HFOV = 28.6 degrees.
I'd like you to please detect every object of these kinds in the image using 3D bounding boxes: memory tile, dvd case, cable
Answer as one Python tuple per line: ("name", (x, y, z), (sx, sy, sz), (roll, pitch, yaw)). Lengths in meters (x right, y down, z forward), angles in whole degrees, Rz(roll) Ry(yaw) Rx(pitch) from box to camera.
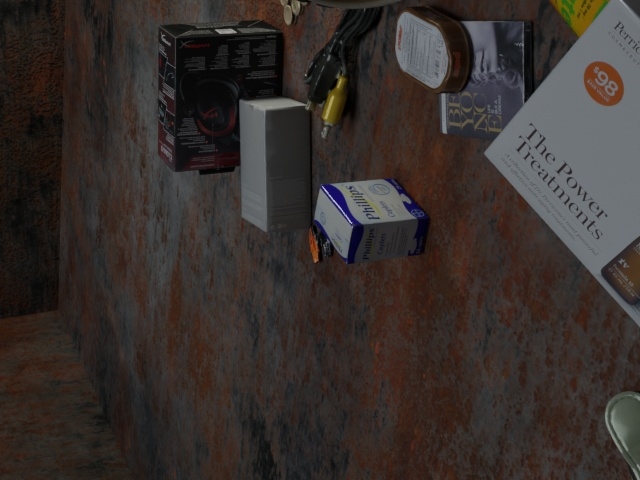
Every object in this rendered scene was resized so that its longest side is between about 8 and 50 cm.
("memory tile", (-0.056, -0.477, 2.284), (0.113, 0.012, 0.148), (139, 119, -62))
("dvd case", (0.225, -0.222, 1.745), (0.221, 0.018, 0.165), (-159, 64, -63))
("cable", (0.042, -0.317, 2.105), (0.139, 0.072, 0.287), (-100, 31, -48))

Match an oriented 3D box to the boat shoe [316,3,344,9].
("boat shoe", (-0.004, -0.491, 2.089), (0.080, 0.076, 0.229), (-27, 73, 64))

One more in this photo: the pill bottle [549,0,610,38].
("pill bottle", (0.341, -0.247, 1.342), (0.136, 0.136, 0.246), (108, 145, -44))

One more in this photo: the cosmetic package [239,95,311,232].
("cosmetic package", (-0.085, -0.145, 2.348), (0.127, 0.107, 0.238), (-146, 56, -59))

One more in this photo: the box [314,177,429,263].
("box", (0.079, -0.033, 1.977), (0.126, 0.137, 0.072), (52, 142, 47))

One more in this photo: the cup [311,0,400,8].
("cup", (0.053, -0.517, 1.692), (0.331, 0.331, 0.237), (112, 150, -48))

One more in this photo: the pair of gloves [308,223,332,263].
("pair of gloves", (0.000, 0.000, 2.314), (0.083, 0.010, 0.074), (-26, 73, 62))

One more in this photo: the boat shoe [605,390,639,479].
("boat shoe", (0.404, 0.282, 1.459), (0.081, 0.068, 0.228), (-26, 74, 23))

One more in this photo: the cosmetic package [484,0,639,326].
("cosmetic package", (0.369, -0.039, 1.232), (0.377, 0.097, 0.284), (49, 145, 10))

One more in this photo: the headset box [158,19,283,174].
("headset box", (-0.194, -0.264, 2.405), (0.110, 0.218, 0.293), (-138, 46, -57))

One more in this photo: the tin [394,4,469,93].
("tin", (0.158, -0.278, 1.817), (0.190, 0.040, 0.106), (-134, 46, -58))
